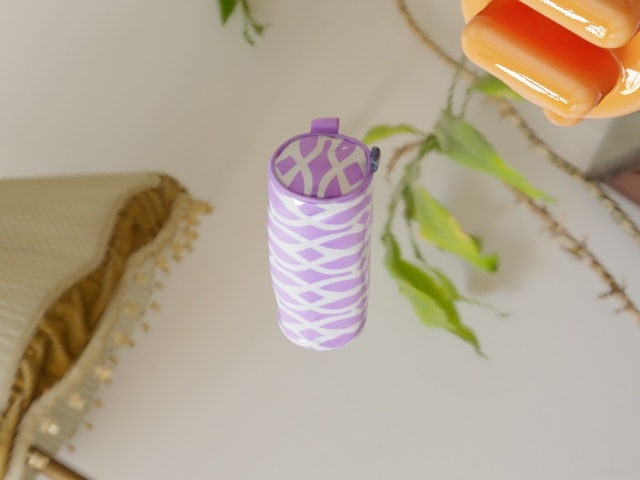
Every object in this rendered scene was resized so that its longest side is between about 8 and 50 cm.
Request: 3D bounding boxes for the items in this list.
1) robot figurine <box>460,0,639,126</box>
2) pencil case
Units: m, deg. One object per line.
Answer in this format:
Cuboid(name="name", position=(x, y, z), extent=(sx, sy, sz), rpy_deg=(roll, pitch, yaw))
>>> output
Cuboid(name="robot figurine", position=(0.153, -0.144, 0.635), extent=(0.128, 0.158, 0.219), rpy_deg=(0, 31, 37))
Cuboid(name="pencil case", position=(0.000, 0.000, 1.001), extent=(0.206, 0.086, 0.088), rpy_deg=(92, 176, -48))
